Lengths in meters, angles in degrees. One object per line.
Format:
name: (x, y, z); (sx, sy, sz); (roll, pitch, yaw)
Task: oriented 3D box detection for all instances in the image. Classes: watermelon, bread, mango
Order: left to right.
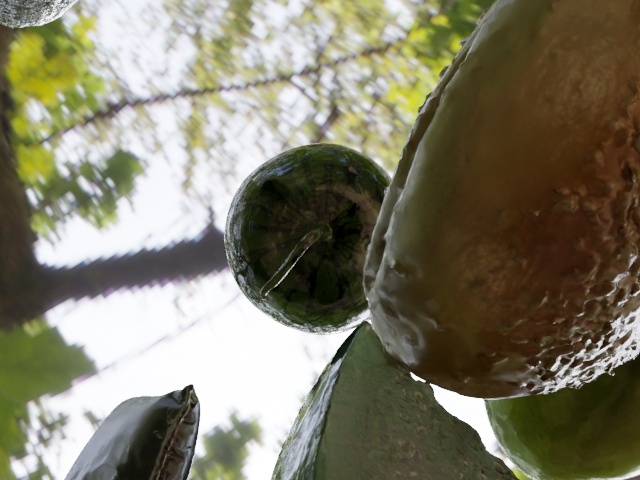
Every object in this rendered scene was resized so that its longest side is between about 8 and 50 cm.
watermelon: (0.000, 0.000, 1.410); (0.140, 0.187, 0.141); (0, -89, -3)
watermelon: (0.063, 0.242, 1.236); (0.213, 0.320, 0.290); (-7, -45, -13)
bread: (0.148, -0.044, 1.052); (0.158, 0.305, 0.306); (27, -82, 15)
mango: (0.235, 0.073, 1.582); (0.149, 0.185, 0.273); (24, -84, -40)

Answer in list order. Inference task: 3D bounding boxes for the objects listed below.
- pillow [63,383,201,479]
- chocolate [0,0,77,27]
pillow: (-0.126, 0.174, 1.045); (0.055, 0.141, 0.208); (29, -106, -15)
chocolate: (-0.204, -0.208, 1.360); (0.110, 0.248, 0.110); (0, -93, -9)
